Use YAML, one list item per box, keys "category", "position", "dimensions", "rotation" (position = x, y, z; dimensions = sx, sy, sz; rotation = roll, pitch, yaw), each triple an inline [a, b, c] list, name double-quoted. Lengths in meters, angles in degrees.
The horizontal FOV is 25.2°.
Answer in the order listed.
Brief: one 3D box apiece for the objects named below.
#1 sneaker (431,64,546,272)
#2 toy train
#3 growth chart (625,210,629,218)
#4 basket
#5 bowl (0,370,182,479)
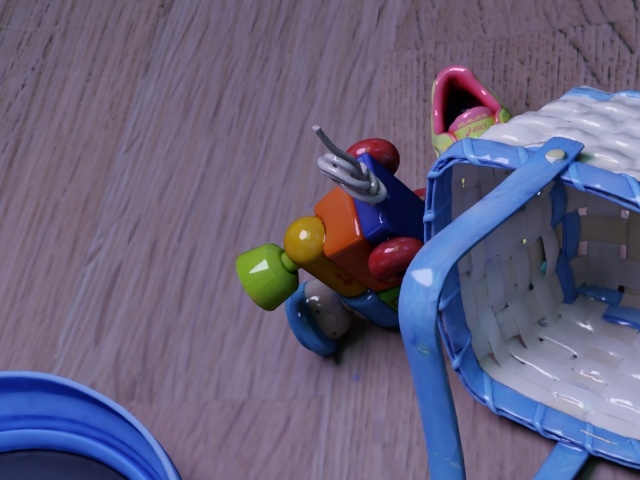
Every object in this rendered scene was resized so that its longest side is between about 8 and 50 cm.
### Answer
- category: "sneaker"
  position: [0.126, -0.055, 1.104]
  dimensions: [0.081, 0.094, 0.208]
  rotation: [-23, 48, 1]
- category: "toy train"
  position: [0.000, 0.000, 1.001]
  dimensions: [0.143, 0.248, 0.105]
  rotation: [-27, 56, 20]
- category: "growth chart"
  position: [0.354, -0.020, 1.029]
  dimensions: [0.172, 0.021, 0.237]
  rotation: [-45, 48, -16]
- category: "basket"
  position: [0.150, 0.054, 0.902]
  dimensions: [0.201, 0.254, 0.289]
  rotation: [14, 40, 30]
- category: "bowl"
  position: [-0.260, 0.274, 1.001]
  dimensions: [0.391, 0.077, 0.391]
  rotation: [-12, 48, 13]
